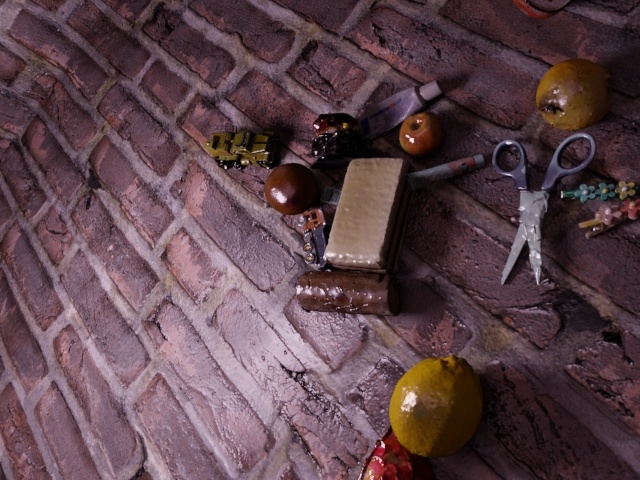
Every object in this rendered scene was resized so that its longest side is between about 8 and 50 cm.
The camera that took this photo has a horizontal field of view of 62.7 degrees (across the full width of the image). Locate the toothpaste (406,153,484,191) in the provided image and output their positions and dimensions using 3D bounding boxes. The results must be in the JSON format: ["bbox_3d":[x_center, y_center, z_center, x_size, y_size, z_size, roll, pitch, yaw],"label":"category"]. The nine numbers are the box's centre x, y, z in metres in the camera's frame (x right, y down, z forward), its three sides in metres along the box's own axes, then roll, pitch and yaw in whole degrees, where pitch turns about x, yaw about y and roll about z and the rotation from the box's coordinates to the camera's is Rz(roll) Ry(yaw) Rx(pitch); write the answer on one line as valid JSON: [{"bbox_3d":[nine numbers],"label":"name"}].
[{"bbox_3d":[0.331,-0.184,1.401,0.205,0.056,0.036,-17,37,4],"label":"toothpaste"}]

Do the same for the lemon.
[{"bbox_3d":[0.263,0.377,1.195,0.204,0.204,0.260,36,105,34],"label":"lemon"}]

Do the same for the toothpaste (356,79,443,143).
[{"bbox_3d":[0.230,-0.389,1.558,0.282,0.068,0.099,-24,33,32],"label":"toothpaste"}]

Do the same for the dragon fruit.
[{"bbox_3d":[0.174,0.577,1.224,0.189,0.163,0.262,12,79,5],"label":"dragon fruit"}]

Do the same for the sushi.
[{"bbox_3d":[0.047,-0.300,1.567,0.172,0.153,0.150,172,98,-69],"label":"sushi"}]

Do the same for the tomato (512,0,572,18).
[{"bbox_3d":[0.594,-0.687,1.378,0.214,0.155,0.181,-39,93,7],"label":"tomato"}]

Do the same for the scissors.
[{"bbox_3d":[0.513,-0.075,1.283,0.256,0.029,0.384,7,82,46],"label":"scissors"}]

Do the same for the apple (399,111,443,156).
[{"bbox_3d":[0.279,-0.295,1.466,0.126,0.102,0.126,-11,69,28],"label":"apple"}]

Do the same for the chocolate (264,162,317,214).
[{"bbox_3d":[-0.089,-0.152,1.595,0.176,0.177,0.177,-10,69,27],"label":"chocolate"}]

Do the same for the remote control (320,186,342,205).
[{"bbox_3d":[0.058,-0.129,1.590,0.124,0.018,0.053,19,83,33],"label":"remote control"}]

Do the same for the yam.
[{"bbox_3d":[0.079,0.141,1.428,0.279,0.131,0.131,0,74,28],"label":"yam"}]

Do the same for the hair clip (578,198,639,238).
[{"bbox_3d":[0.691,-0.066,1.179,0.214,0.056,0.062,-24,30,22],"label":"hair clip"}]

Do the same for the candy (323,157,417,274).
[{"bbox_3d":[0.142,-0.068,1.453,0.179,0.135,0.321,9,79,31],"label":"candy"}]

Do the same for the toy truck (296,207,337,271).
[{"bbox_3d":[0.000,0.000,1.543,0.092,0.083,0.192,-23,65,22],"label":"toy truck"}]

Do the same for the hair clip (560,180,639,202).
[{"bbox_3d":[0.654,-0.110,1.221,0.173,0.049,0.049,-6,71,25],"label":"hair clip"}]

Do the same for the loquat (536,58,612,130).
[{"bbox_3d":[0.617,-0.356,1.263,0.204,0.149,0.172,-33,58,0],"label":"loquat"}]

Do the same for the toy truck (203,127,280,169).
[{"bbox_3d":[-0.262,-0.318,1.779,0.257,0.127,0.127,7,76,28],"label":"toy truck"}]
